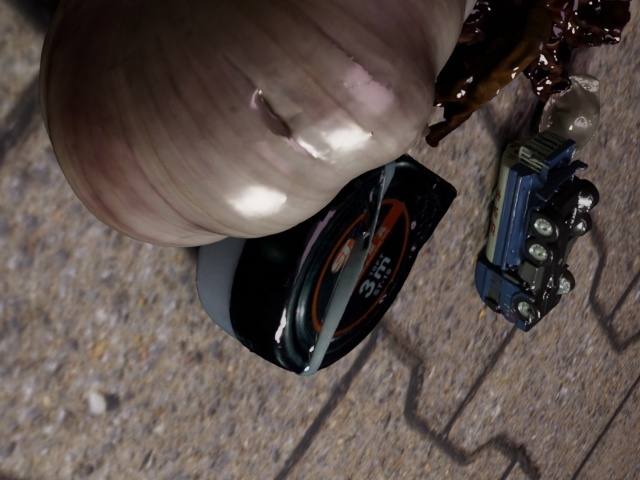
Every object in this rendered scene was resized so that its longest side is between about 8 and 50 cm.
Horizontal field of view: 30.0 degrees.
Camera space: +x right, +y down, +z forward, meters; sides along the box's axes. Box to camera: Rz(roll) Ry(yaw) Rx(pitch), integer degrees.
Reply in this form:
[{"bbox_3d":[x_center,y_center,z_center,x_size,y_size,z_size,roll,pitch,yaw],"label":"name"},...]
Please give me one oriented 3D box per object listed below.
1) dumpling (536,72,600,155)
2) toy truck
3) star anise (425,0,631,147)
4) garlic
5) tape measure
[{"bbox_3d":[0.230,-0.116,1.123,0.076,0.057,0.052,120,-16,-48],"label":"dumpling"},{"bbox_3d":[0.196,-0.009,1.113,0.074,0.088,0.202,-37,146,-35],"label":"toy truck"},{"bbox_3d":[0.137,-0.168,0.831,0.190,0.126,0.220,-31,136,0],"label":"star anise"},{"bbox_3d":[-0.071,-0.125,0.579,0.253,0.245,0.245,36,85,-25],"label":"garlic"},{"bbox_3d":[-0.002,-0.001,0.832,0.182,0.107,0.181,-57,151,-3],"label":"tape measure"}]
